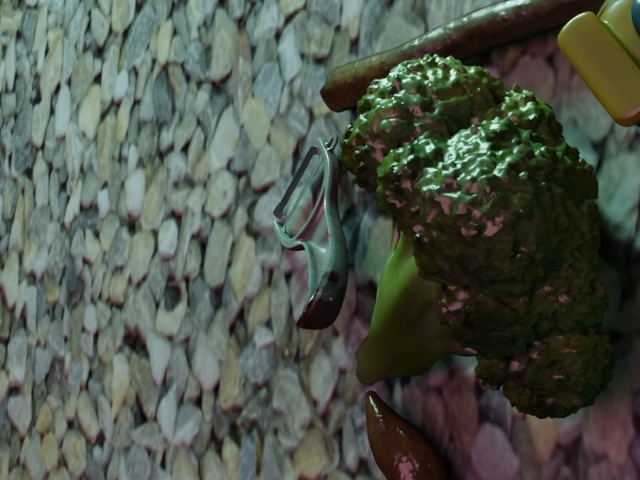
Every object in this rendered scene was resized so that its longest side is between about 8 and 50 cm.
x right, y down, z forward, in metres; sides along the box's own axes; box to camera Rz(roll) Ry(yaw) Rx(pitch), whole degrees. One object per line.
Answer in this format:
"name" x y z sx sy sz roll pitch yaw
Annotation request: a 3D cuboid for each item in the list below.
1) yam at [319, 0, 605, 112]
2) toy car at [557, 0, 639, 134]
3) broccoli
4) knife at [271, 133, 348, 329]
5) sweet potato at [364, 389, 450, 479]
"yam" 0.125 -0.172 1.053 0.327 0.045 0.045 -14 103 44
"toy car" 0.278 -0.173 0.816 0.248 0.142 0.200 -52 51 30
"broccoli" 0.140 0.018 0.946 0.254 0.186 0.302 37 153 40
"knife" 0.002 0.001 1.090 0.278 0.053 0.123 -99 32 -64
"sweet potato" 0.089 0.211 1.020 0.218 0.051 0.065 51 123 40
